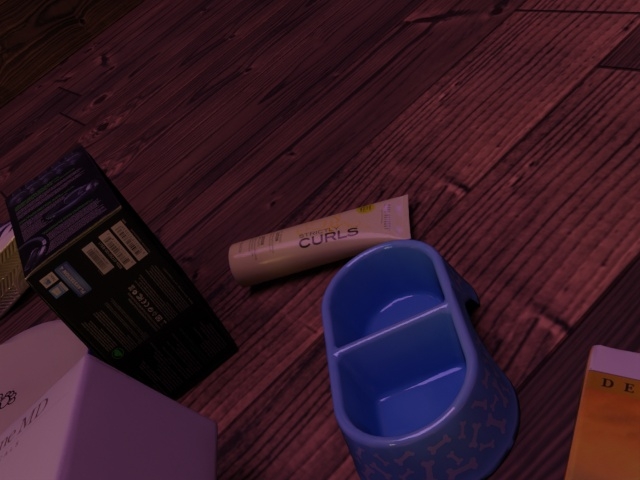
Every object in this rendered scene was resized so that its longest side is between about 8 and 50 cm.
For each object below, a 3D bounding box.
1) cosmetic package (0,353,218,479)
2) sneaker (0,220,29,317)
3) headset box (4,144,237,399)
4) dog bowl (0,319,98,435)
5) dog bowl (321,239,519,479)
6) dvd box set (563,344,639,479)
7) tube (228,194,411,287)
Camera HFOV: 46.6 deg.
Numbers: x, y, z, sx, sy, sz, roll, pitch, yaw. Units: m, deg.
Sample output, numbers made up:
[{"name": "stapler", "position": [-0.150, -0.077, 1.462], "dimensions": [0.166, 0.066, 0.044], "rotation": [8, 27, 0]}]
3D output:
[{"name": "cosmetic package", "position": [-0.207, 0.333, 0.547], "dimensions": [0.230, 0.161, 0.453], "rotation": [-42, 29, 20]}, {"name": "sneaker", "position": [-0.512, -0.005, 1.319], "dimensions": [0.350, 0.131, 0.148], "rotation": [-35, 37, -3]}, {"name": "headset box", "position": [-0.263, 0.036, 0.951], "dimensions": [0.131, 0.246, 0.283], "rotation": [-38, 34, -8]}, {"name": "dog bowl", "position": [-0.361, 0.228, 0.915], "dimensions": [0.265, 0.104, 0.264], "rotation": [-22, 35, 16]}, {"name": "dog bowl", "position": [0.082, 0.108, 0.726], "dimensions": [0.166, 0.074, 0.297], "rotation": [-25, 34, 12]}, {"name": "dvd box set", "position": [0.238, 0.258, 0.322], "dimensions": [0.308, 0.062, 0.420], "rotation": [12, 50, 21]}, {"name": "tube", "position": [0.000, 0.000, 0.953], "dimensions": [0.240, 0.062, 0.070], "rotation": [-16, 77, 17]}]
